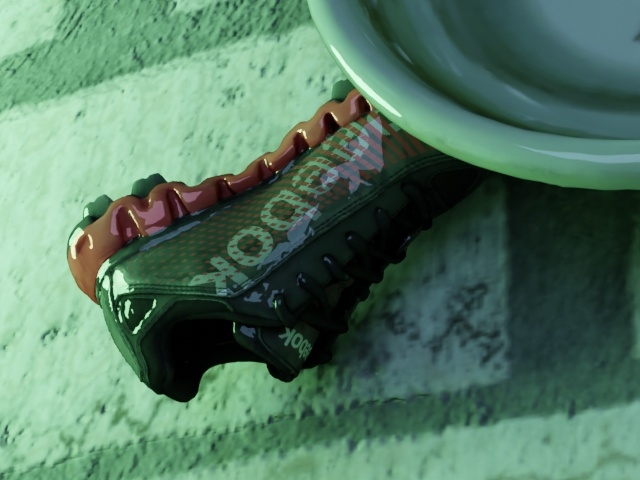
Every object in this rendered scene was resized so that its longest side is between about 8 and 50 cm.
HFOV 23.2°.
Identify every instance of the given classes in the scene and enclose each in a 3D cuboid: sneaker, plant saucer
[{"bbox_3d":[0.000,0.000,0.845,0.276,0.097,0.135,-25,60,8],"label":"sneaker"},{"bbox_3d":[0.191,-0.168,0.785,0.400,0.100,0.400,-13,51,16],"label":"plant saucer"}]
